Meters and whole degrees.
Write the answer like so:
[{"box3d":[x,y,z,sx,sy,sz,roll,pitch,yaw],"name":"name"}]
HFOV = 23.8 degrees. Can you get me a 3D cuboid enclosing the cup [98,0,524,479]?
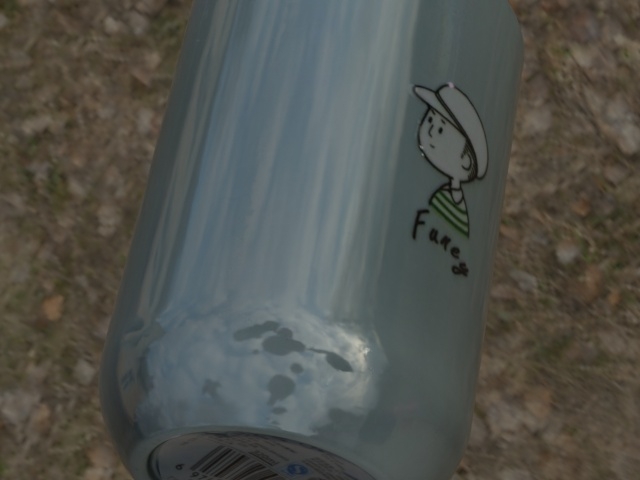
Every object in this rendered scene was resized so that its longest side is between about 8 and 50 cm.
[{"box3d":[0.000,0.000,0.846,0.205,0.205,0.312,-9,52,26],"name":"cup"}]
